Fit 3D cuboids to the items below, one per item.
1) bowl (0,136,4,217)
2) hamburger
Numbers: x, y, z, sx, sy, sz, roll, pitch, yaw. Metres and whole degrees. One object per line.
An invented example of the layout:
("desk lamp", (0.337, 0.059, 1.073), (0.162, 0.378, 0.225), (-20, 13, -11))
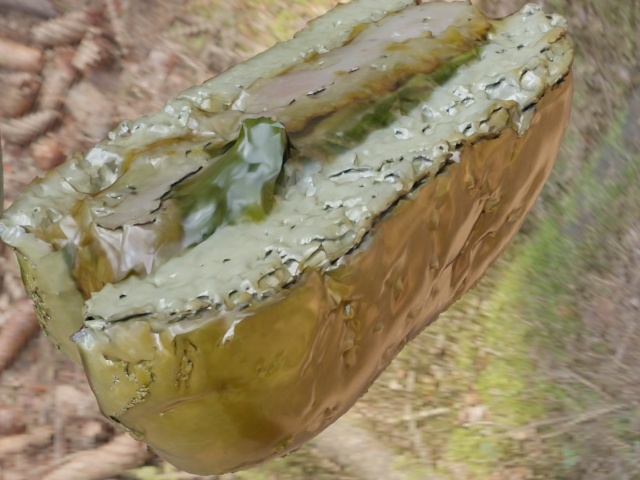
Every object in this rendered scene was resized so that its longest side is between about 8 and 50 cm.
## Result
("bowl", (-0.224, -0.049, 0.781), (0.146, 0.289, 0.289), (-5, 82, 1))
("hamburger", (0.000, 0.000, 0.650), (0.124, 0.262, 0.131), (16, 124, 36))
